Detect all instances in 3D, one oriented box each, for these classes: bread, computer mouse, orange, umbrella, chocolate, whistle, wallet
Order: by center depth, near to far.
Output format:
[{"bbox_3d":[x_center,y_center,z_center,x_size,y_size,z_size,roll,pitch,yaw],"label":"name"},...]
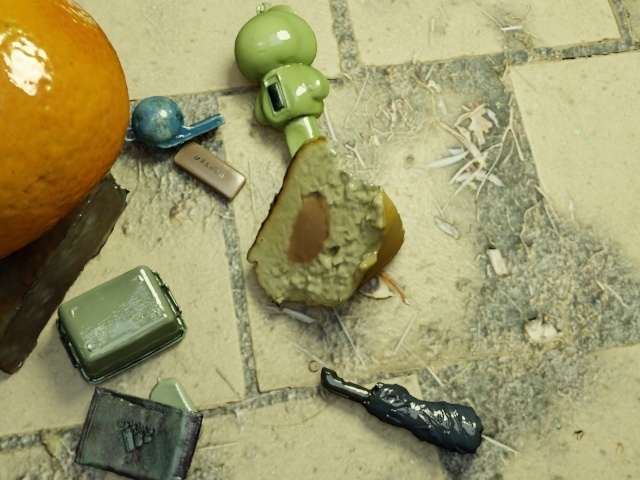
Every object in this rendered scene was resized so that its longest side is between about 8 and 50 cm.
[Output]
[{"bbox_3d":[-0.444,-0.154,1.053,0.424,0.424,0.326,-43,116,-17],"label":"orange"},{"bbox_3d":[-0.252,0.273,1.186,0.166,0.030,0.111,12,79,15],"label":"wallet"},{"bbox_3d":[-0.204,0.243,1.216,0.056,0.032,0.110,-31,74,4],"label":"computer mouse"},{"bbox_3d":[-0.004,0.001,1.232,0.184,0.224,0.211,37,80,13],"label":"bread"},{"bbox_3d":[-0.413,0.024,1.240,0.112,0.112,0.321,25,72,13],"label":"chocolate"},{"bbox_3d":[0.114,0.244,1.241,0.248,0.071,0.070,17,70,7],"label":"umbrella"},{"bbox_3d":[-0.235,-0.190,1.335,0.158,0.090,0.090,-26,76,-13],"label":"whistle"},{"bbox_3d":[-0.044,-0.241,1.368,0.141,0.141,0.294,-24,94,-13],"label":"whistle"}]

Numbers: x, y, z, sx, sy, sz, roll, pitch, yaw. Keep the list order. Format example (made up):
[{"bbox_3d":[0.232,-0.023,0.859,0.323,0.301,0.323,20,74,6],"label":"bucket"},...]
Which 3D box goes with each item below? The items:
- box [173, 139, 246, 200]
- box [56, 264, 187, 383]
[{"bbox_3d":[-0.173,-0.110,1.345,0.115,0.025,0.048,34,70,7],"label":"box"},{"bbox_3d":[-0.287,0.114,1.220,0.172,0.093,0.124,-28,76,-14],"label":"box"}]
